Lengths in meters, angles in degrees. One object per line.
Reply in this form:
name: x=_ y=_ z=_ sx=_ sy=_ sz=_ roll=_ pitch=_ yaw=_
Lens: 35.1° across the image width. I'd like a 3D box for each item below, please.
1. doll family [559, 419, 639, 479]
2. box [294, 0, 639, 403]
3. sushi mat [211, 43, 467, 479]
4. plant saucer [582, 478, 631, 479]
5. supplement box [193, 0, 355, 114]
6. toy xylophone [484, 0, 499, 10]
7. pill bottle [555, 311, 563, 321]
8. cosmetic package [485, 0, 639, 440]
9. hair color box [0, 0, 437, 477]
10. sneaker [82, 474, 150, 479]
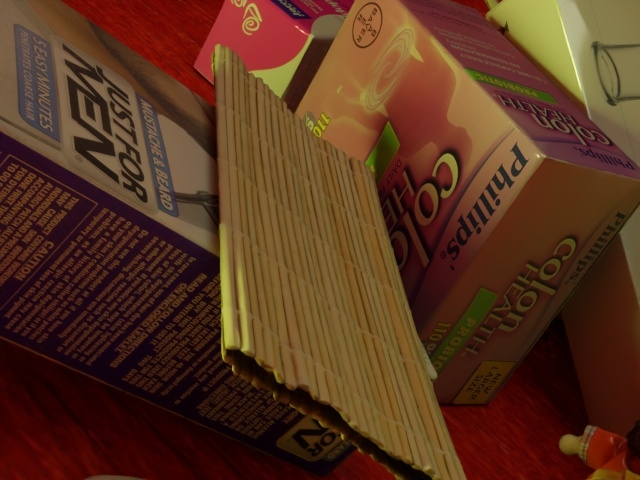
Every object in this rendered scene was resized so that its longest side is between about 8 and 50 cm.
doll family: x=0.215 y=0.204 z=0.534 sx=0.263 sy=0.163 sz=0.118 roll=43 pitch=30 yaw=24
box: x=0.081 y=-0.038 z=0.755 sx=0.117 sy=0.213 sz=0.243 roll=8 pitch=35 yaw=-37
sushi mat: x=0.000 y=0.000 z=0.554 sx=0.151 sy=0.019 sz=0.316 roll=37 pitch=22 yaw=-26
plant saucer: x=0.190 y=0.194 z=0.329 sx=0.311 sy=0.050 sz=0.310 roll=23 pitch=16 yaw=-7
supplement box: x=-0.006 y=-0.194 z=1.044 sx=0.111 sy=0.114 sz=0.220 roll=43 pitch=31 yaw=20
toy xylophone: x=0.181 y=-0.210 z=1.124 sx=0.322 sy=0.081 sz=0.236 roll=58 pitch=17 yaw=-18
pill bottle: x=0.325 y=0.038 z=0.947 sx=0.246 sy=0.136 sz=0.136 roll=19 pitch=29 yaw=-20
cosmetic package: x=0.314 y=-0.032 z=0.830 sx=0.285 sy=0.097 sz=0.377 roll=-7 pitch=78 yaw=-26
hair color box: x=-0.102 y=-0.016 z=0.559 sx=0.339 sy=0.110 sz=0.185 roll=34 pitch=21 yaw=-37
sneaker: x=-0.066 y=0.153 z=0.468 sx=0.134 sy=0.051 sz=0.070 roll=26 pitch=33 yaw=1
